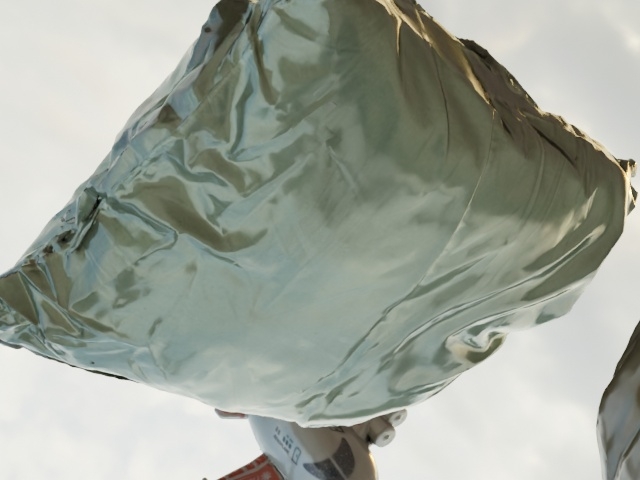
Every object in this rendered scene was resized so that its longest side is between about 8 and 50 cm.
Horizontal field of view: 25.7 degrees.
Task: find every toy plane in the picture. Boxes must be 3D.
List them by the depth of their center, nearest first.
[{"bbox_3d":[-0.023,0.222,1.624,0.252,0.118,0.252,-8,-128,10],"label":"toy plane"}]

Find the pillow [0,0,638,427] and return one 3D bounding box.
[{"bbox_3d":[0.000,0.000,0.755,0.310,0.283,0.138,24,-146,-44],"label":"pillow"}]

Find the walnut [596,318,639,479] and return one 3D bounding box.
[{"bbox_3d":[0.204,0.059,0.467,0.178,0.230,0.178,60,178,4],"label":"walnut"}]
